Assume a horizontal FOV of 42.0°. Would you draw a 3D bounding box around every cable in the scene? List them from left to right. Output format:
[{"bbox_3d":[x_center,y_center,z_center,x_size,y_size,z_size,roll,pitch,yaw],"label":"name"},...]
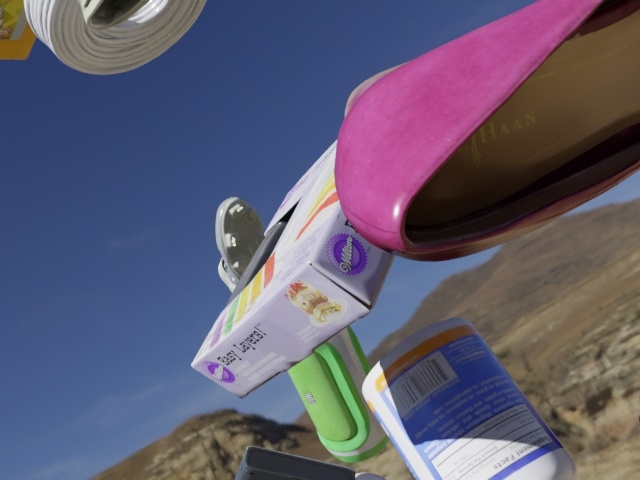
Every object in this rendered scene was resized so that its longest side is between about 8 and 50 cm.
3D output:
[{"bbox_3d":[-0.263,-0.335,1.104,0.257,0.089,0.257,-33,-17,-3],"label":"cable"}]

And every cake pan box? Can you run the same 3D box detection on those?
[{"bbox_3d":[0.000,0.000,0.764,0.267,0.070,0.246,-42,15,53],"label":"cake pan box"}]

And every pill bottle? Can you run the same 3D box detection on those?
[{"bbox_3d":[0.175,0.231,0.898,0.152,0.272,0.152,-27,-26,-15],"label":"pill bottle"}]

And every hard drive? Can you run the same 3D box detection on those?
[{"bbox_3d":[-0.033,0.233,0.734,0.094,0.022,0.135,14,-46,-7],"label":"hard drive"}]

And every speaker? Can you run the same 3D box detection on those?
[{"bbox_3d":[0.015,0.212,1.329,0.131,0.297,0.131,-19,26,10],"label":"speaker"}]

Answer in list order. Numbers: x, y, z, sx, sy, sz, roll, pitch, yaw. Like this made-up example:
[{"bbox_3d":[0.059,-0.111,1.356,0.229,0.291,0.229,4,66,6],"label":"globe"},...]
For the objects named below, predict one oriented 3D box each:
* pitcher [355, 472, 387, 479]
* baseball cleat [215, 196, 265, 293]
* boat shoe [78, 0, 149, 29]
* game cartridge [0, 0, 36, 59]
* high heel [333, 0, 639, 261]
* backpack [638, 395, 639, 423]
[{"bbox_3d":[0.026,0.409,1.039,0.207,0.125,0.178,-59,17,22],"label":"pitcher"},{"bbox_3d":[-0.109,0.023,1.097,0.072,0.109,0.206,-40,-49,-28],"label":"baseball cleat"},{"bbox_3d":[-0.171,-0.316,0.877,0.109,0.094,0.302,-11,-4,-40],"label":"boat shoe"},{"bbox_3d":[-0.515,-0.412,1.266,0.285,0.053,0.324,-16,-27,-53],"label":"game cartridge"},{"bbox_3d":[0.186,-0.087,0.378,0.377,0.127,0.181,-26,20,8],"label":"high heel"},{"bbox_3d":[0.616,0.245,1.205,0.213,0.263,0.276,-33,-36,-6],"label":"backpack"}]
